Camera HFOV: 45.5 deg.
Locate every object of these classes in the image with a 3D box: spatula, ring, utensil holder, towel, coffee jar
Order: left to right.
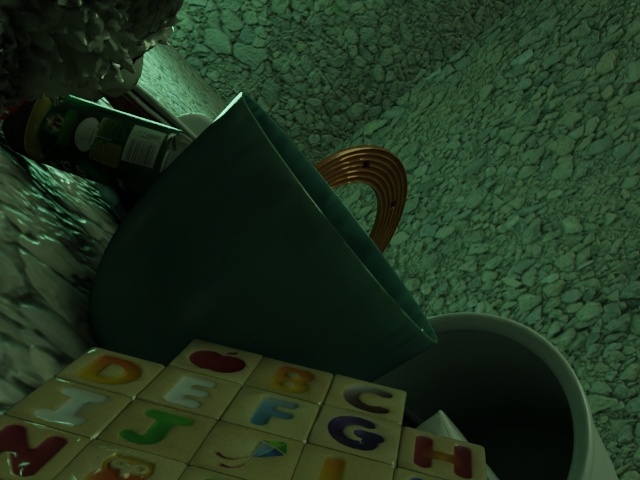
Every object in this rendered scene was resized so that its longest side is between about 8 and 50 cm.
[{"bbox_3d":[-0.231,-0.101,0.798,0.184,0.079,0.096,19,-2,10],"label":"coffee jar"},{"bbox_3d":[-0.185,-0.088,1.066,0.237,0.037,0.329,40,-14,27],"label":"towel"},{"bbox_3d":[0.000,0.000,1.140,0.032,0.336,0.336,42,0,30],"label":"ring"},{"bbox_3d":[0.050,0.182,0.935,0.296,0.030,0.084,29,-10,34],"label":"spatula"},{"bbox_3d":[0.229,0.323,1.033,0.385,0.328,0.327,49,6,-48],"label":"utensil holder"}]

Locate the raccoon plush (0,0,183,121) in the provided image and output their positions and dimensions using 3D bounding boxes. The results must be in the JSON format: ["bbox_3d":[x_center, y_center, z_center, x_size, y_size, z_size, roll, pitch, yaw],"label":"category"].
[{"bbox_3d":[-0.229,-0.149,0.345,0.216,0.299,0.446,54,6,10],"label":"raccoon plush"}]

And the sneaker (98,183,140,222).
[{"bbox_3d":[-0.169,0.013,0.934,0.283,0.110,0.122,44,11,5],"label":"sneaker"}]

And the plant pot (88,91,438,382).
[{"bbox_3d":[-0.071,0.048,0.727,0.293,0.235,0.293,51,7,-9],"label":"plant pot"}]

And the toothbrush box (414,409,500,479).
[{"bbox_3d":[0.101,0.314,0.571,0.295,0.216,0.126,52,5,-14],"label":"toothbrush box"}]

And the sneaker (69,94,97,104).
[{"bbox_3d":[-0.356,-0.231,0.860,0.153,0.099,0.282,54,2,32],"label":"sneaker"}]

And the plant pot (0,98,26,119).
[{"bbox_3d":[-0.301,-0.193,0.621,0.191,0.191,0.174,50,10,-28],"label":"plant pot"}]

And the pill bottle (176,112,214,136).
[{"bbox_3d":[-0.200,-0.143,1.425,0.130,0.130,0.246,54,5,13],"label":"pill bottle"}]

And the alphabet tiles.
[{"bbox_3d":[-0.047,0.134,0.425,0.285,0.011,0.342,13,14,7],"label":"alphabet tiles"}]
